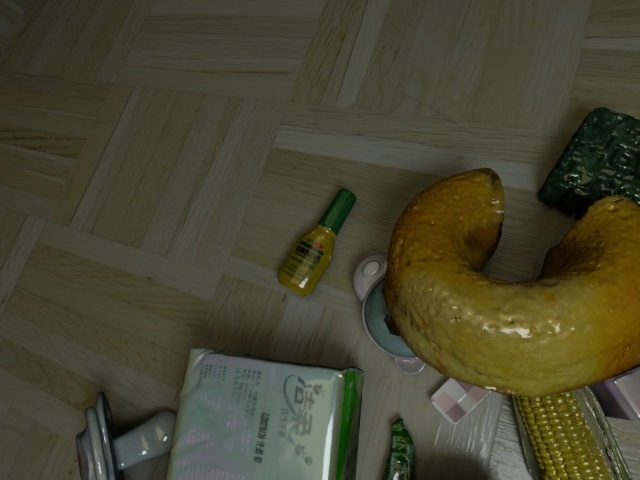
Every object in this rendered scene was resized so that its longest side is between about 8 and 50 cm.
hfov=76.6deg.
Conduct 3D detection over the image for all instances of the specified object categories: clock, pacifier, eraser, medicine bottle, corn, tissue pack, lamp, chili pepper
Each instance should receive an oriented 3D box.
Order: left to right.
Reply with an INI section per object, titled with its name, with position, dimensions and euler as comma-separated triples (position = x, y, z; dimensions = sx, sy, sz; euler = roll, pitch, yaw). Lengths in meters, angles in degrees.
[pacifier]
position = -0.400, 0.445, 0.870
dimensions = 0.207, 0.227, 0.278
euler = -11, 63, -29
[tissue pack]
position = -0.101, 0.421, 0.740
dimensions = 0.332, 0.205, 0.404
euler = 1, 73, 18
[medicine bottle]
position = 0.000, 0.000, 0.923
dimensions = 0.095, 0.064, 0.260
euler = 28, 82, 24
[chili pepper]
position = 0.134, 0.444, 0.739
dimensions = 0.088, 0.059, 0.226
euler = 0, 71, 23
[lamp]
position = 0.159, 0.126, 0.807
dimensions = 0.180, 0.108, 0.246
euler = -36, 65, -1
[eraser]
position = 0.264, 0.288, 0.763
dimensions = 0.105, 0.026, 0.065
euler = -45, 68, 0
[corn]
position = 0.410, 0.354, 0.651
dimensions = 0.124, 0.122, 0.305
euler = -10, 72, -3
[clock]
position = 0.537, 0.211, 0.631
dimensions = 0.197, 0.150, 0.063
euler = -27, 64, 8

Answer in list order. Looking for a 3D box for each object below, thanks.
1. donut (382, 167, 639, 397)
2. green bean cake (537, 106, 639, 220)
[donut]
position = 0.306, 0.048, 0.657
dimensions = 0.435, 0.163, 0.377
euler = 21, 54, 30
[green bean cake]
position = 0.553, -0.133, 0.763
dimensions = 0.194, 0.107, 0.208
euler = 30, 82, 25
